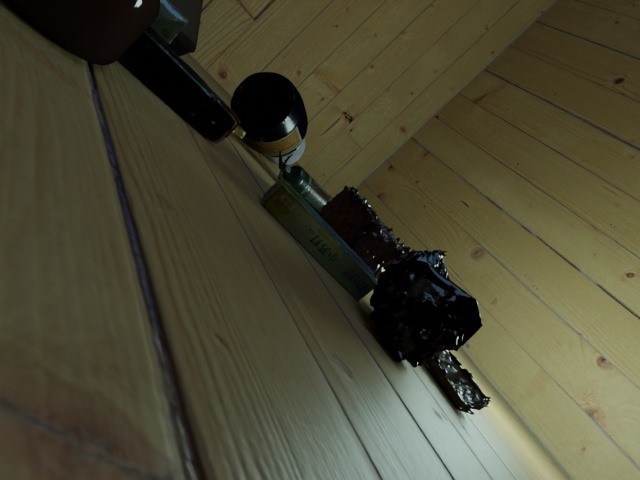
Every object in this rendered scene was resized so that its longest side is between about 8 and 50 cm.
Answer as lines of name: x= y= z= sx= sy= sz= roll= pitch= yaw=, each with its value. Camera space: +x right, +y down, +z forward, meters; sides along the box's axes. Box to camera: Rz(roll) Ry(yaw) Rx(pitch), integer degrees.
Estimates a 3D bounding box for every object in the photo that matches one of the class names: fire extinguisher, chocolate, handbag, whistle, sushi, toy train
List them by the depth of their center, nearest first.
whistle: x=-0.366 y=-0.485 z=0.878 sx=0.312 sy=0.062 sz=0.062 roll=45 pitch=7 yaw=-22
toy train: x=-0.327 y=-0.353 z=0.996 sx=0.409 sy=0.086 sz=0.089 roll=41 pitch=8 yaw=-42
chocolate: x=0.172 y=0.179 z=1.015 sx=0.224 sy=0.206 sz=0.177 roll=39 pitch=49 yaw=13
handbag: x=0.239 y=0.132 z=1.225 sx=0.126 sy=0.228 sz=0.208 roll=-18 pitch=-75 yaw=53
chocolate: x=0.288 y=0.296 z=1.249 sx=0.102 sy=0.065 sz=0.329 roll=20 pitch=21 yaw=-33
sushi: x=0.110 y=0.002 z=1.362 sx=0.236 sy=0.170 sz=0.270 roll=41 pitch=12 yaw=-47
fire extinguisher: x=-0.055 y=-0.170 z=1.644 sx=0.093 sy=0.118 sz=0.294 roll=4 pitch=-27 yaw=43

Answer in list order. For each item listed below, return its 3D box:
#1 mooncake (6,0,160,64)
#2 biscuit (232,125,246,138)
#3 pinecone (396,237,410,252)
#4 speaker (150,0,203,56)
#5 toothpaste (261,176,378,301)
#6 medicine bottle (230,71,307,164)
mooncake: x=-0.370 y=-0.410 z=0.710 sx=0.326 sy=0.174 sz=0.334 roll=46 pitch=7 yaw=12
biscuit: x=-0.307 y=-0.372 z=1.457 sx=0.166 sy=0.036 sz=0.225 roll=50 pitch=10 yaw=28
pinecone: x=0.220 y=0.062 z=1.711 sx=0.212 sy=0.169 sz=0.186 roll=32 pitch=24 yaw=-13
speaker: x=-0.357 y=-0.518 z=1.065 sx=0.192 sy=0.153 sz=0.231 roll=39 pitch=48 yaw=-57
toothpaste: x=0.000 y=0.000 z=1.114 sx=0.313 sy=0.071 sz=0.089 roll=46 pitch=11 yaw=-16
medicine bottle: x=-0.151 y=-0.390 z=1.750 sx=0.242 sy=0.242 sz=0.395 roll=49 pitch=-3 yaw=16
